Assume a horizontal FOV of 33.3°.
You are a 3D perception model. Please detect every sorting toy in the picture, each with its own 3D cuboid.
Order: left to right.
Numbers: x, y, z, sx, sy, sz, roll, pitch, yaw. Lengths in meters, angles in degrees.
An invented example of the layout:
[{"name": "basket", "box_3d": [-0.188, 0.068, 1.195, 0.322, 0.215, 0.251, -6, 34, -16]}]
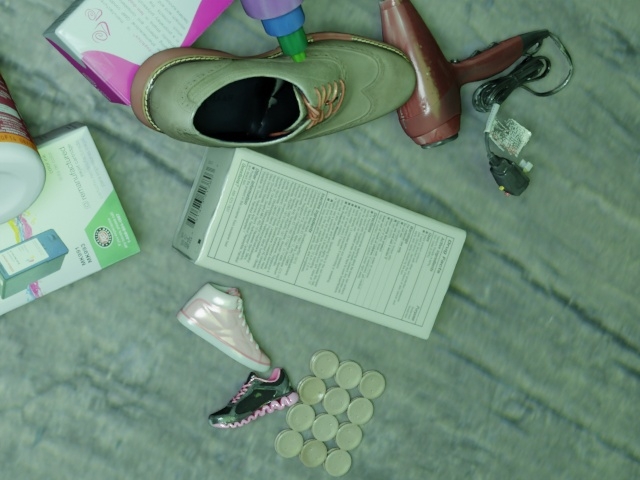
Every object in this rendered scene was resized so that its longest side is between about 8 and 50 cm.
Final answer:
[{"name": "sorting toy", "box_3d": [-0.012, -0.317, 1.154, 0.127, 0.365, 0.126, -7, 133, 18]}]

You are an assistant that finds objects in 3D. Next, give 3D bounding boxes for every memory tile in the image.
[{"name": "memory tile", "box_3d": [0.012, 0.221, 1.372, 0.113, 0.012, 0.148, 25, 90, -23]}]

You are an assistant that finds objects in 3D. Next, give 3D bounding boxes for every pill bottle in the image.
[{"name": "pill bottle", "box_3d": [-0.364, -0.127, 1.053, 0.121, 0.121, 0.221, -22, 64, -17]}]

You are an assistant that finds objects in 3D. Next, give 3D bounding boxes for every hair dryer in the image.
[{"name": "hair dryer", "box_3d": [0.178, -0.209, 1.352, 0.293, 0.080, 0.223, 31, 71, -28]}]

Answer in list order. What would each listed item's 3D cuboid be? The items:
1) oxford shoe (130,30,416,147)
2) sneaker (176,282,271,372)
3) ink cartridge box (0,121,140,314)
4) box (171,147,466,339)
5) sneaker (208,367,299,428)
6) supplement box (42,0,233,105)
[{"name": "oxford shoe", "box_3d": [-0.022, -0.148, 1.163, 0.348, 0.130, 0.123, -13, 120, -30]}, {"name": "sneaker", "box_3d": [-0.100, 0.101, 1.287, 0.134, 0.051, 0.070, 36, 90, -18]}, {"name": "ink cartridge box", "box_3d": [-0.326, -0.018, 1.158, 0.212, 0.093, 0.154, -24, 107, -15]}, {"name": "box", "box_3d": [0.000, 0.000, 1.272, 0.311, 0.121, 0.148, 21, 90, -23]}, {"name": "sneaker", "box_3d": [-0.087, 0.192, 1.315, 0.119, 0.047, 0.057, -20, 99, -25]}, {"name": "supplement box", "box_3d": [-0.181, -0.262, 1.165, 0.220, 0.114, 0.111, -48, 112, -10]}]
